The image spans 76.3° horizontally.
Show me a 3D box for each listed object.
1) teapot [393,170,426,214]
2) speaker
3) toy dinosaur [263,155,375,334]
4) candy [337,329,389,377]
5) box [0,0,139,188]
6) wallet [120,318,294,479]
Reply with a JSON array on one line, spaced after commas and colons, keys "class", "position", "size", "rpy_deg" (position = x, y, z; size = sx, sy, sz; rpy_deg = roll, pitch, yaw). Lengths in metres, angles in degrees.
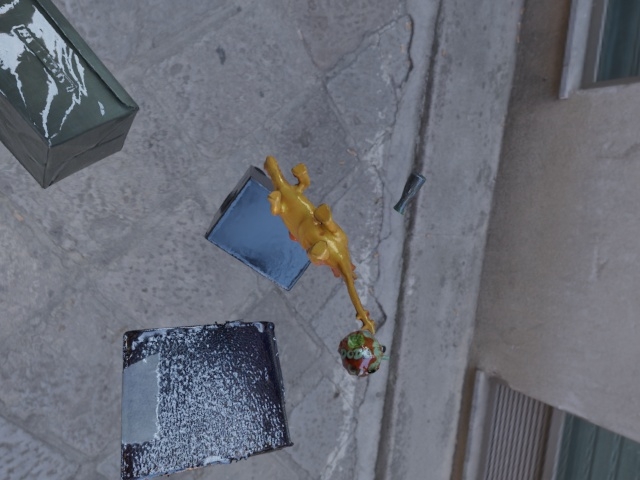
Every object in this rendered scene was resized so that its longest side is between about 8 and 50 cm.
[{"class": "teapot", "position": [0.221, -0.117, 1.027], "size": [0.043, 0.043, 0.110], "rpy_deg": [4, 123, -40]}, {"class": "speaker", "position": [-0.133, -0.040, 0.994], "size": [0.232, 0.254, 0.184], "rpy_deg": [36, 98, -18]}, {"class": "toy dinosaur", "position": [0.000, 0.000, 0.543], "size": [0.070, 0.288, 0.117], "rpy_deg": [-33, 160, -3]}, {"class": "candy", "position": [0.112, 0.243, 0.850], "size": [0.288, 0.078, 0.084], "rpy_deg": [41, 28, -62]}, {"class": "box", "position": [-0.421, -0.229, 0.609], "size": [0.231, 0.155, 0.149], "rpy_deg": [52, 51, -11]}, {"class": "wallet", "position": [-0.183, 0.247, 0.668], "size": [0.262, 0.071, 0.221], "rpy_deg": [4, 62, -31]}]
